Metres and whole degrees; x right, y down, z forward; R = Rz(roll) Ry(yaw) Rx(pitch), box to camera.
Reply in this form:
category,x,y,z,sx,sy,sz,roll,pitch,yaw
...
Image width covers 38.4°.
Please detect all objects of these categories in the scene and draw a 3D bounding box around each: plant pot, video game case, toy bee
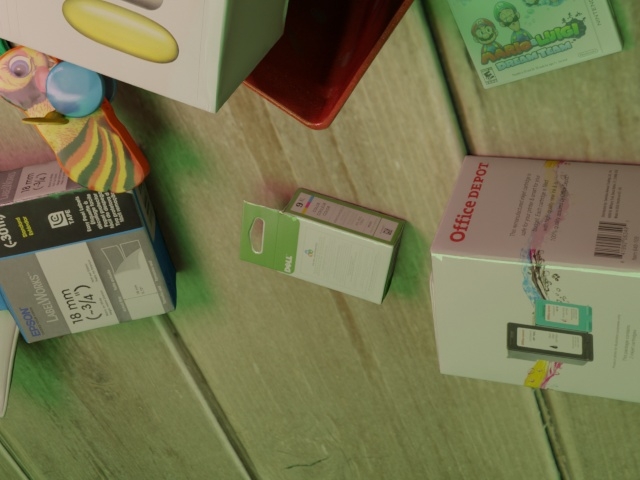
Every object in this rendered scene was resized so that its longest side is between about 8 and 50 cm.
category,x,y,z,sx,sy,sz,roll,pitch,yaw
plant pot,-0.014,-0.319,0.860,0.267,0.236,0.267,33,134,-5
video game case,0.222,-0.243,0.971,0.157,0.019,0.143,-12,122,31
toy bee,-0.338,-0.186,1.149,0.162,0.195,0.298,-20,82,4

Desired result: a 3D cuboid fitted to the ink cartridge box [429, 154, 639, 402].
category,x,y,z,sx,sy,sz,roll,pitch,yaw
ink cartridge box,0.281,0.039,1.060,0.270,0.198,0.197,6,130,20

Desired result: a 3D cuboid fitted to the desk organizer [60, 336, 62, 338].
category,x,y,z,sx,sy,sz,roll,pitch,yaw
desk organizer,-0.468,0.103,1.534,0.130,0.047,0.050,36,135,-8

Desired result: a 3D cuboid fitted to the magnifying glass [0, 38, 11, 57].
category,x,y,z,sx,sy,sz,roll,pitch,yaw
magnifying glass,-0.443,-0.295,1.209,0.231,0.026,0.092,30,133,-5

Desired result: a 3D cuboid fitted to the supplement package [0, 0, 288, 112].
category,x,y,z,sx,sy,sz,roll,pitch,yaw
supplement package,-0.134,-0.241,0.714,0.203,0.149,0.194,20,133,8

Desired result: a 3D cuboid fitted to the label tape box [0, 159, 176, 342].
category,x,y,z,sx,sy,sz,roll,pitch,yaw
label tape box,-0.397,0.019,1.307,0.333,0.106,0.240,-12,125,0

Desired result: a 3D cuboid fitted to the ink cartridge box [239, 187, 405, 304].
category,x,y,z,sx,sy,sz,roll,pitch,yaw
ink cartridge box,0.000,0.000,1.238,0.209,0.062,0.109,17,132,10

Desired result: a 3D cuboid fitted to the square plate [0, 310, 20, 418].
category,x,y,z,sx,sy,sz,roll,pitch,yaw
square plate,-0.622,0.081,1.520,0.344,0.049,0.347,30,122,13
